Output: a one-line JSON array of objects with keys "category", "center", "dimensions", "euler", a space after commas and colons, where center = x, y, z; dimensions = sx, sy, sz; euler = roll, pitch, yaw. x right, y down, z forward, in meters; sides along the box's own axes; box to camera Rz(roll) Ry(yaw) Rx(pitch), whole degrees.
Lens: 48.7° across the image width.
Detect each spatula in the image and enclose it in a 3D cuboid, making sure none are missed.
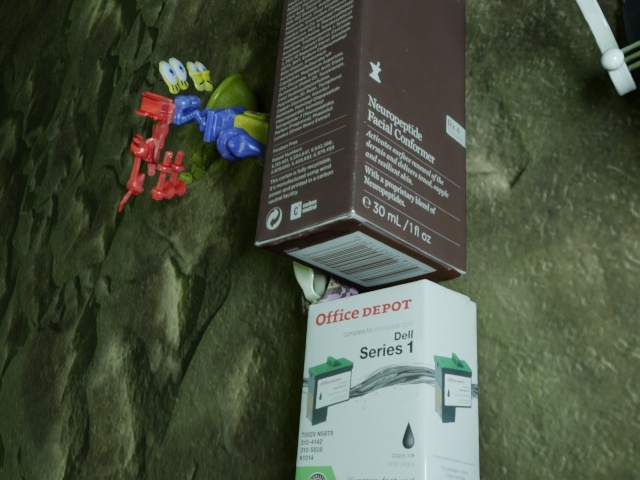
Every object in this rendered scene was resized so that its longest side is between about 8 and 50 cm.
[{"category": "spatula", "center": [0.301, -0.257, 0.692], "dimensions": [0.084, 0.030, 0.296], "euler": [-19, 58, 33]}]

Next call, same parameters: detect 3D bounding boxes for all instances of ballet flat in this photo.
[{"category": "ballet flat", "center": [0.000, 0.000, 0.844], "dimensions": [0.077, 0.079, 0.221], "euler": [-28, 52, 36]}]

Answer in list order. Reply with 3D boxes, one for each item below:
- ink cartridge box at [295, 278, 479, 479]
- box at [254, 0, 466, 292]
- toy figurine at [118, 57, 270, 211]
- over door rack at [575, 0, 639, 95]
[{"category": "ink cartridge box", "center": [0.064, 0.161, 0.687], "dimensions": [0.160, 0.092, 0.219], "euler": [-17, 60, 40]}, {"category": "box", "center": [0.058, -0.152, 0.777], "dimensions": [0.143, 0.191, 0.381], "euler": [-17, 60, 40]}, {"category": "toy figurine", "center": [-0.092, -0.118, 0.968], "dimensions": [0.362, 0.217, 0.191], "euler": [-52, -19, -76]}, {"category": "over door rack", "center": [0.314, -0.313, 0.617], "dimensions": [0.239, 0.108, 0.324], "euler": [-23, 57, 25]}]
